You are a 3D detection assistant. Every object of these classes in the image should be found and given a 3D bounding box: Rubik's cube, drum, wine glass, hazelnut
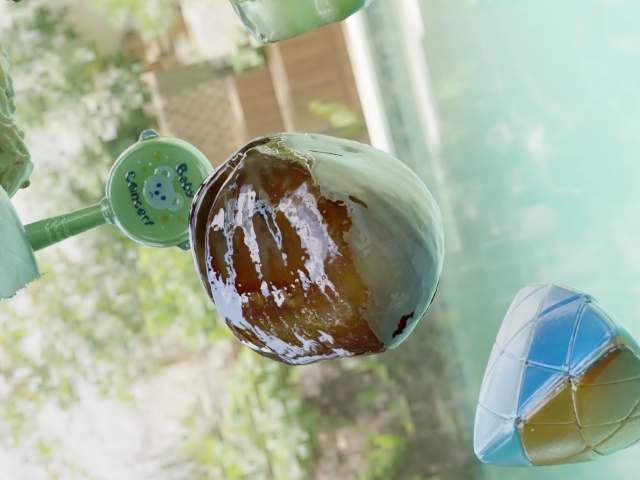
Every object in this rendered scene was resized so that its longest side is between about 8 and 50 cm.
[{"bbox_3d":[0.314,0.147,2.216,0.254,0.254,0.254,-15,-90,-90],"label":"Rubik's cube"},{"bbox_3d":[-0.221,-0.011,1.963,0.130,0.253,0.049,56,-177,-1],"label":"drum"},{"bbox_3d":[-0.366,-0.043,1.757,0.241,0.126,0.126,61,-177,-11],"label":"wine glass"},{"bbox_3d":[0.000,0.000,1.640,0.251,0.217,0.217,25,134,60],"label":"hazelnut"}]

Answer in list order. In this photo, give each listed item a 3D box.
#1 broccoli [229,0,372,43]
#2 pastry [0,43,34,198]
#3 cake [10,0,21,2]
[{"bbox_3d":[-0.036,-0.253,1.012,0.293,0.347,0.281,6,122,57],"label":"broccoli"},{"bbox_3d":[-0.465,-0.141,2.174,0.162,0.255,0.311,-38,-67,-71],"label":"pastry"},{"bbox_3d":[-0.372,-0.410,1.890,0.270,0.319,0.269,43,155,37],"label":"cake"}]
